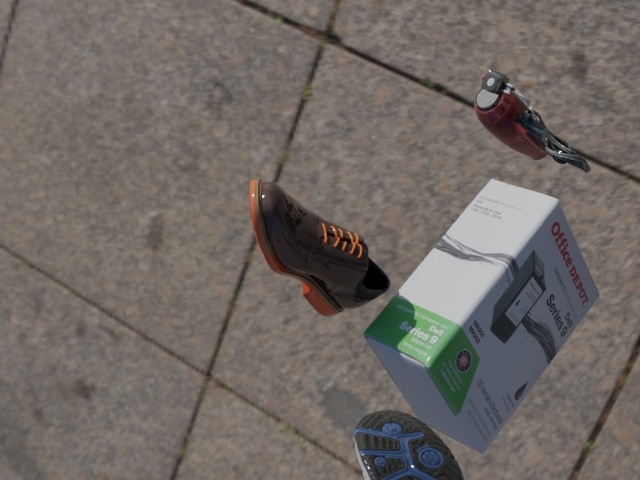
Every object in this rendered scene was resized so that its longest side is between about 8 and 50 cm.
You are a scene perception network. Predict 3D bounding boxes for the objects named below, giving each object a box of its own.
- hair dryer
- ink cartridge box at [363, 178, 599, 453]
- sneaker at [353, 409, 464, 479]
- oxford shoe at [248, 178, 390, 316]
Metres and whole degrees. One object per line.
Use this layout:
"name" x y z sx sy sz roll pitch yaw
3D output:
"hair dryer" 0.341 -0.171 1.715 0.080 0.293 0.224 -42 82 11
"ink cartridge box" 0.220 0.096 1.365 0.121 0.289 0.211 22 154 45
"sneaker" 0.086 0.228 0.835 0.211 0.080 0.081 56 149 37
"oxford shoe" 0.000 0.000 1.217 0.098 0.271 0.097 -14 60 19
